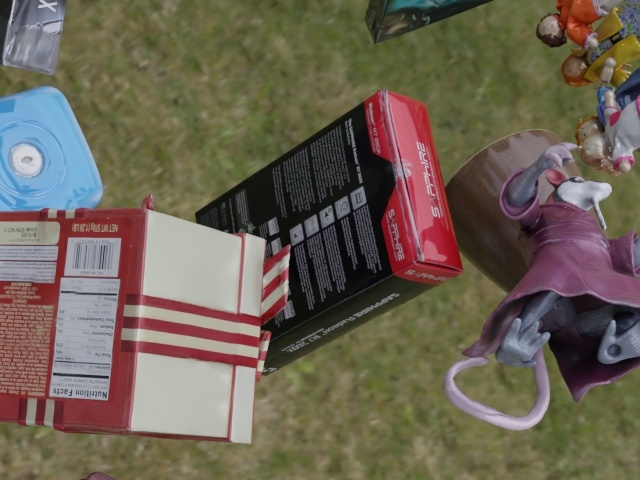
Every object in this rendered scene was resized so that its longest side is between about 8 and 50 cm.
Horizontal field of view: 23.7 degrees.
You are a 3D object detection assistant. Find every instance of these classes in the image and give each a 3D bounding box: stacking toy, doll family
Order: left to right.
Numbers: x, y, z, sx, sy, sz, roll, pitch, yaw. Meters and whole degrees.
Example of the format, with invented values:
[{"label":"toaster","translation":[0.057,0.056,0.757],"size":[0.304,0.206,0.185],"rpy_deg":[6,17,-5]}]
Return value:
[{"label":"stacking toy","translation":[-0.405,-0.054,1.846],"size":[0.175,0.302,0.165],"rpy_deg":[-21,87,-34]},{"label":"doll family","translation":[0.336,-0.178,1.703],"size":[0.118,0.163,0.263],"rpy_deg":[13,52,-38]}]

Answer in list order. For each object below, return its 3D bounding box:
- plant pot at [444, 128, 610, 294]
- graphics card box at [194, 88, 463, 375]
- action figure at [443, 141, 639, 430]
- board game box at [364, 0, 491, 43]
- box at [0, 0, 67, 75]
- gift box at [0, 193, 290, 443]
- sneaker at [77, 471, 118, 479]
[{"label":"plant pot","translation":[0.307,0.003,2.085],"size":[0.215,0.215,0.230],"rpy_deg":[-2,46,-38]},{"label":"graphics card box","translation":[0.000,0.000,1.894],"size":[0.094,0.371,0.232],"rpy_deg":[12,58,-43]},{"label":"action figure","translation":[0.300,0.042,1.798],"size":[0.248,0.275,0.370],"rpy_deg":[28,26,-13]},{"label":"board game box","translation":[0.128,-0.210,1.155],"size":[0.186,0.126,0.026],"rpy_deg":[-21,80,-8]},{"label":"box","translation":[-0.403,-0.329,1.759],"size":[0.076,0.307,0.242],"rpy_deg":[7,96,-47]},{"label":"gift box","translation":[-0.194,0.075,1.602],"size":[0.258,0.255,0.276],"rpy_deg":[20,77,-60]},{"label":"sneaker","translation":[-0.219,0.326,1.507],"size":[0.162,0.281,0.106],"rpy_deg":[31,36,12]}]
